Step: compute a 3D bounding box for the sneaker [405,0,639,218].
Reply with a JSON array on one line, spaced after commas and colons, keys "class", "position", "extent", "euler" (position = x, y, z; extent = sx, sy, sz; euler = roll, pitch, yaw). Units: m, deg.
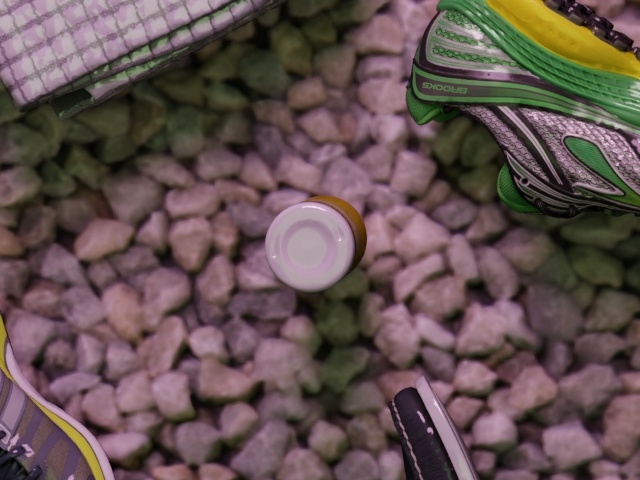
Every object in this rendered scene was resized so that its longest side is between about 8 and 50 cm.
[{"class": "sneaker", "position": [0.217, -0.061, 1.248], "extent": [0.344, 0.134, 0.146], "euler": [35, 106, 13]}]

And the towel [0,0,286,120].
[{"class": "towel", "position": [-0.136, -0.245, 1.278], "extent": [0.284, 0.121, 0.235], "euler": [-27, 93, 8]}]

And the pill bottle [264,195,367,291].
[{"class": "pill bottle", "position": [0.000, 0.000, 1.278], "extent": [0.065, 0.116, 0.065], "euler": [1, 96, 9]}]

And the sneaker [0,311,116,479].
[{"class": "sneaker", "position": [-0.264, 0.138, 1.302], "extent": [0.111, 0.121, 0.300], "euler": [-45, 73, 18]}]

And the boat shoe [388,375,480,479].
[{"class": "boat shoe", "position": [0.097, 0.252, 1.291], "extent": [0.091, 0.114, 0.302], "euler": [-20, 92, 4]}]
